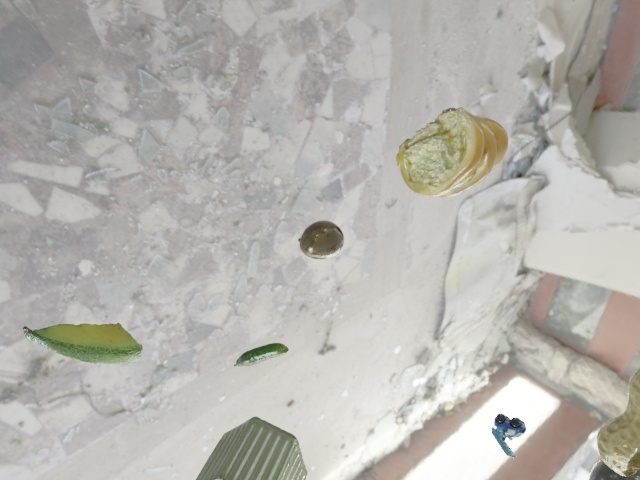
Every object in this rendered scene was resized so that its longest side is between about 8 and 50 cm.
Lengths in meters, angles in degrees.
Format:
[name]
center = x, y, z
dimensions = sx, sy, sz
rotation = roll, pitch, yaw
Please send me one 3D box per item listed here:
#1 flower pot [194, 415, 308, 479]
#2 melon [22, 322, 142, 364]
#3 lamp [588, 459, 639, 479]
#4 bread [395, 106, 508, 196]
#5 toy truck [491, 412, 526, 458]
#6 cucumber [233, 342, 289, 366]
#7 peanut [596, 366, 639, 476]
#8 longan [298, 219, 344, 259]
[flower pot]
center = -0.160, 0.565, 1.174
dimensions = 0.189, 0.209, 0.239
rotation = -52, 135, -62
[melon]
center = -0.546, 0.226, 1.179
dimensions = 0.262, 0.114, 0.053
rotation = 18, 130, -38
[lamp]
center = 0.741, 0.619, 1.142
dimensions = 0.182, 0.182, 0.314
rotation = -61, -175, 6
[bread]
center = 0.421, -0.249, 1.587
dimensions = 0.270, 0.211, 0.316
rotation = 8, 152, -41
[toy truck]
center = 0.437, 0.454, 1.177
dimensions = 0.056, 0.073, 0.090
rotation = 36, 65, -46
[cucumber]
center = -0.215, 0.402, 1.777
dimensions = 0.250, 0.056, 0.056
rotation = -23, 149, 24
[peanut]
center = 0.632, 0.329, 0.959
dimensions = 0.120, 0.136, 0.298
rotation = 11, 114, -23
[longan]
center = 0.000, 0.000, 1.190
dimensions = 0.113, 0.113, 0.092
rotation = -28, 118, -30
